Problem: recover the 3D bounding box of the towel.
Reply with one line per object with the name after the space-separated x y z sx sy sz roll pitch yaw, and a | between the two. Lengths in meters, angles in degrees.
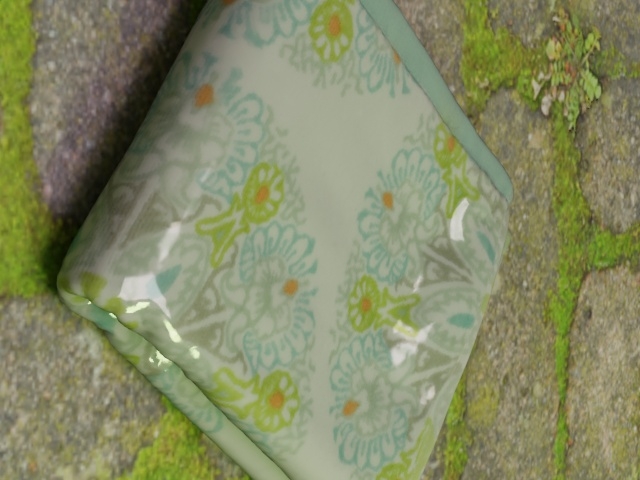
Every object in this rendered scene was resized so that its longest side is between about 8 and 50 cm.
0.000 0.000 1.381 0.374 0.090 0.320 49 56 -42 | towel
